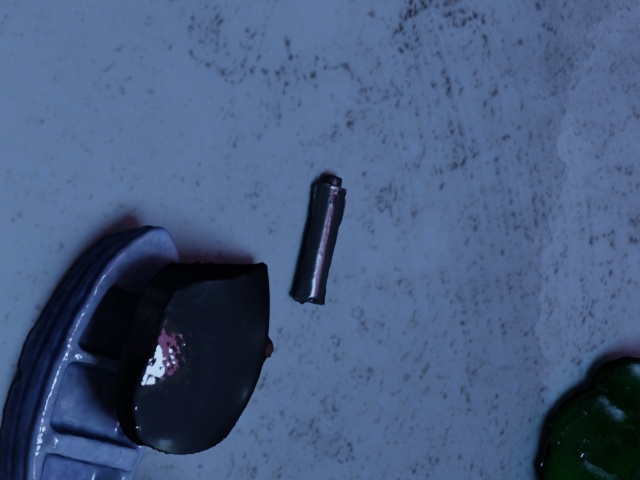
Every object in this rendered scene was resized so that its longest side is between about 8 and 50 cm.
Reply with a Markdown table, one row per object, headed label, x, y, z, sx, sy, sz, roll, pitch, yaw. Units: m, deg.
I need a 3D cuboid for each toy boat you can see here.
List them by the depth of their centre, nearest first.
| label | x | y | z | sx | sy | sz | roll | pitch | yaw |
| --- | --- | --- | --- | --- | --- | --- | --- | --- | --- |
| toy boat | -0.202 | 0.118 | 1.718 | 0.127 | 0.078 | 0.283 | 21 | 85 | -37 |

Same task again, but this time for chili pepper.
| label | x | y | z | sx | sy | sz | roll | pitch | yaw |
| --- | --- | --- | --- | --- | --- | --- | --- | --- | --- |
| chili pepper | 0.388 | 0.268 | 2.081 | 0.248 | 0.257 | 0.233 | 32 | 91 | -37 |

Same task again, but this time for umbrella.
| label | x | y | z | sx | sy | sz | roll | pitch | yaw |
| --- | --- | --- | --- | --- | --- | --- | --- | --- | --- |
| umbrella | 0.001 | 0.000 | 1.879 | 0.036 | 0.031 | 0.133 | 11 | 91 | -64 |

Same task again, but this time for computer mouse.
| label | x | y | z | sx | sy | sz | roll | pitch | yaw |
| --- | --- | --- | --- | --- | --- | --- | --- | --- | --- |
| computer mouse | -0.092 | 0.105 | 1.717 | 0.295 | 0.087 | 0.168 | -11 | 111 | -69 |
